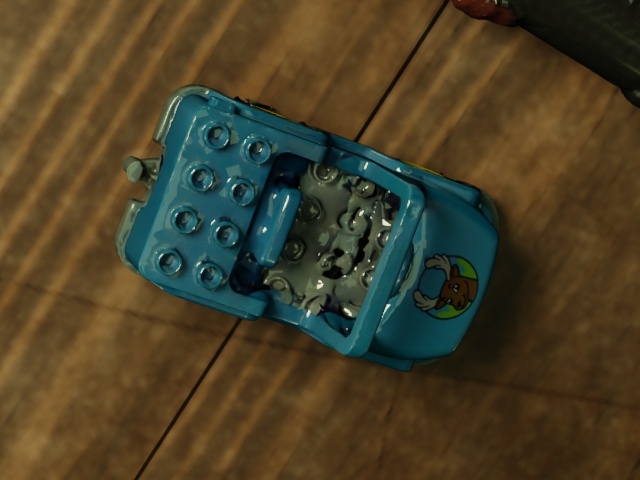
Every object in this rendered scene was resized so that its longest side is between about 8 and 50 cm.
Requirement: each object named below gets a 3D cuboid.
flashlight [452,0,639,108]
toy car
[{"bbox_3d":[0.102,-0.128,0.927,0.232,0.093,0.093,32,97,-19],"label":"flashlight"},{"bbox_3d":[0.000,0.000,0.932,0.191,0.100,0.097,19,97,-19],"label":"toy car"}]
